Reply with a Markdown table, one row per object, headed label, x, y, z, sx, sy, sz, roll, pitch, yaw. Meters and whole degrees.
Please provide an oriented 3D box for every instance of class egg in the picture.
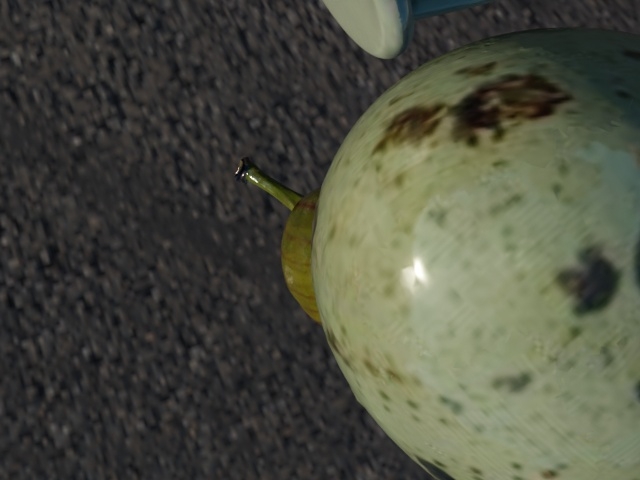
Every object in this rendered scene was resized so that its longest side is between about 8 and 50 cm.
| label | x | y | z | sx | sy | sz | roll | pitch | yaw |
| --- | --- | --- | --- | --- | --- | --- | --- | --- | --- |
| egg | 0.157 | 0.024 | 1.060 | 0.287 | 0.287 | 0.379 | -46 | 148 | 14 |

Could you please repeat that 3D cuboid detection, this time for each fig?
| label | x | y | z | sx | sy | sz | roll | pitch | yaw |
| --- | --- | --- | --- | --- | --- | --- | --- | --- | --- |
| fig | 0.000 | 0.000 | 1.831 | 0.151 | 0.259 | 0.151 | -10 | 110 | -30 |

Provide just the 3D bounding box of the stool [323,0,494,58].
| label | x | y | z | sx | sy | sz | roll | pitch | yaw |
| --- | --- | --- | --- | --- | --- | --- | --- | --- | --- |
| stool | 0.085 | -0.268 | 1.449 | 0.199 | 0.195 | 0.195 | -29 | 167 | -7 |
